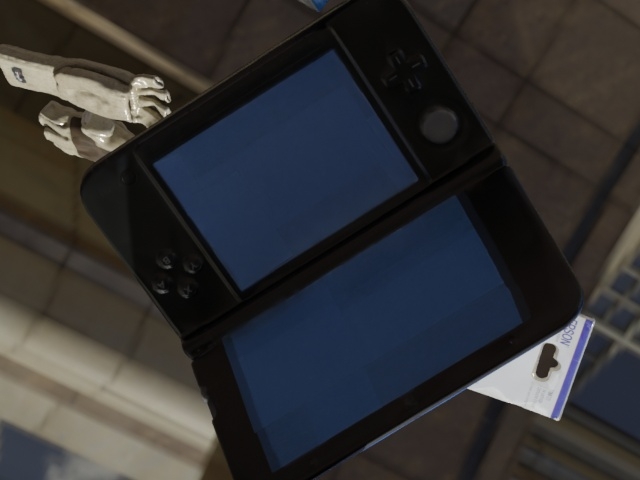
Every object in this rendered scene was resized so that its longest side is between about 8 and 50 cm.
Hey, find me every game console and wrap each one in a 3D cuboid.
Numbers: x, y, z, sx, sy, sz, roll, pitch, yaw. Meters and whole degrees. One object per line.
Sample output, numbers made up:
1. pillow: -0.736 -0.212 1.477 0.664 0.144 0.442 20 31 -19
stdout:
1. game console: 0.000 0.000 1.265 0.293 0.250 0.173 -32 -162 7

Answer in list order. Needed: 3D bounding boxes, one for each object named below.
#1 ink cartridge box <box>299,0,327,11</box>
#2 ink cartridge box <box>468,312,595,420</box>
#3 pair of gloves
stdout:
1. ink cartridge box: -0.002 -0.238 1.231 0.088 0.052 0.122 35 -95 32
2. ink cartridge box: 0.068 0.037 1.472 0.165 0.332 0.065 99 13 -53
3. pair of gloves: -0.239 -0.139 1.938 0.240 0.204 0.042 67 43 -61
